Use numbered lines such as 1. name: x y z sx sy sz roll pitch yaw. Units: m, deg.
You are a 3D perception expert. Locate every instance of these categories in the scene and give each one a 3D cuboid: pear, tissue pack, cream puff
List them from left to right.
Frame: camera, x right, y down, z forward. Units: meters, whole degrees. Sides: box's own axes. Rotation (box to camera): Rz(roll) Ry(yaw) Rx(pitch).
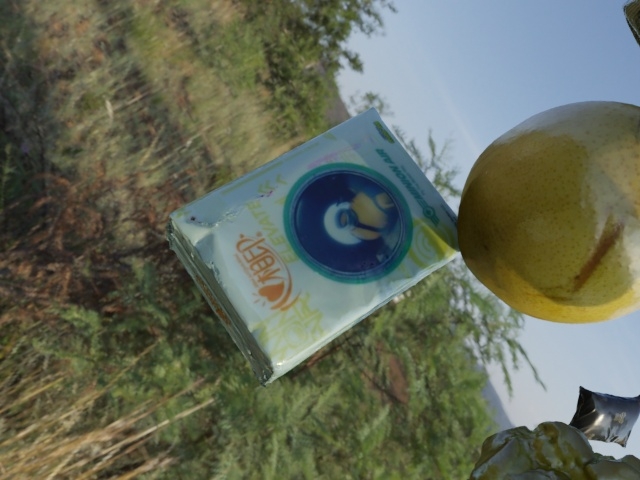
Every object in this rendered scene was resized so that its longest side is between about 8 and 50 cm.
1. tissue pack: 0.000 0.000 1.051 0.287 0.388 0.162 54 -22 13
2. cream puff: 0.192 0.209 0.516 0.156 0.156 0.121 63 8 23
3. pear: 0.345 -0.035 0.915 0.314 0.314 0.314 61 4 -7

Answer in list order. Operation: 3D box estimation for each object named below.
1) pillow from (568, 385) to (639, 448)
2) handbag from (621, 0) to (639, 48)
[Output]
1. pillow: 0.459 0.285 1.086 0.150 0.090 0.048 15 24 -29
2. handbag: 0.710 -0.363 1.124 0.247 0.340 0.240 51 23 -89
